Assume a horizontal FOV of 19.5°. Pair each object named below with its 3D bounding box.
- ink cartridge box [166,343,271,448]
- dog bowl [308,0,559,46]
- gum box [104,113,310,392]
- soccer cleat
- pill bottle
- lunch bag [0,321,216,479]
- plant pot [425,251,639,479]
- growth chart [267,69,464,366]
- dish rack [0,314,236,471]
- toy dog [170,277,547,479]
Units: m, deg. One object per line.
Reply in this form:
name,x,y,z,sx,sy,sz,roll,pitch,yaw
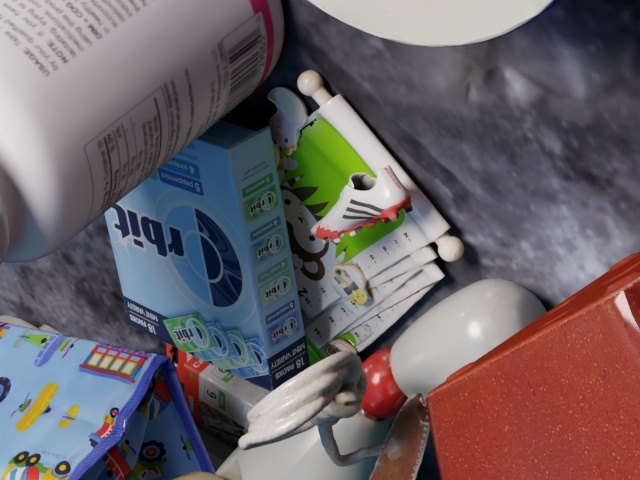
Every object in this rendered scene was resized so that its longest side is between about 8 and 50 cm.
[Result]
ink cartridge box,-0.080,0.115,1.408,0.115,0.029,0.063,29,141,23
dog bowl,0.048,-0.230,0.894,0.265,0.104,0.265,27,139,26
gum box,-0.085,-0.005,1.260,0.157,0.041,0.184,21,131,42
soccer cleat,0.022,-0.023,1.146,0.083,0.029,0.036,-19,98,48
pill bottle,-0.165,-0.088,1.090,0.160,0.283,0.160,27,139,26
lunch bag,-0.168,0.211,1.416,0.221,0.138,0.293,9,141,38
plant pot,0.214,0.113,0.934,0.236,0.267,0.267,58,144,3
growth chart,0.000,0.000,1.229,0.172,0.021,0.237,44,143,6
dish rack,-0.158,0.208,1.539,0.332,0.072,0.286,29,139,24
toy dog,0.030,0.168,1.203,0.161,0.220,0.333,58,148,8
